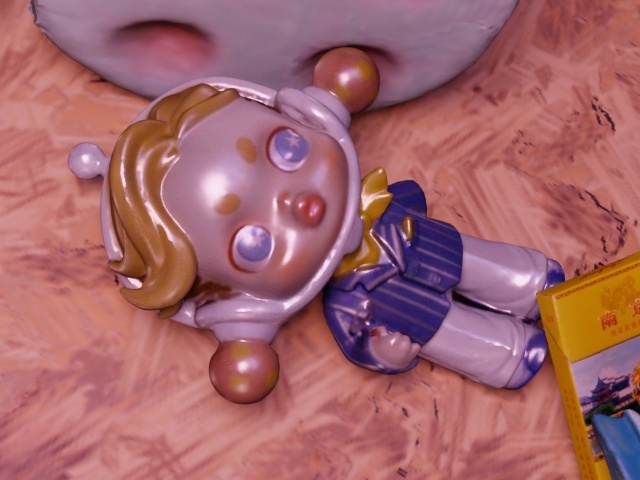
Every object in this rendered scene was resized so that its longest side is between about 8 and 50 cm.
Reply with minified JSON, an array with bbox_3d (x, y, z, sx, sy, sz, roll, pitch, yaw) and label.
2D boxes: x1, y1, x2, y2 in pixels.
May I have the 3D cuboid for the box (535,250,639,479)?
[{"bbox_3d":[0.181,0.090,0.824,0.086,0.023,0.155,-19,100,-19],"label":"box"}]

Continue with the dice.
[{"bbox_3d":[-0.022,-0.241,0.813,0.262,0.268,0.265,5,65,-13],"label":"dice"}]

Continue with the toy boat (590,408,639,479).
[{"bbox_3d":[0.173,0.209,0.757,0.098,0.109,0.238,-4,78,7],"label":"toy boat"}]

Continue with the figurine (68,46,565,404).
[{"bbox_3d":[0.006,-0.009,0.804,0.274,0.133,0.194,0,88,-23],"label":"figurine"}]
